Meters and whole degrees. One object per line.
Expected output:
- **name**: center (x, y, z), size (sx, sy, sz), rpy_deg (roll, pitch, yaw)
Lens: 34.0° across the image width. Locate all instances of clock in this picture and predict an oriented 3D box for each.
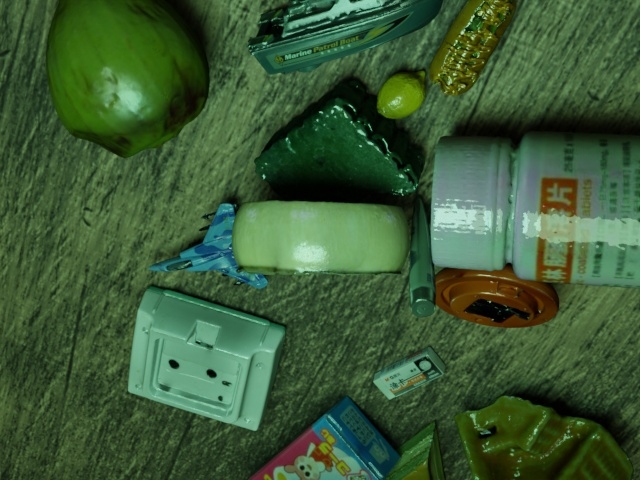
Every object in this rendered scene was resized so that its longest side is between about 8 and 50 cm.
- **clock**: center (-0.214, 0.226, 1.874), size (0.262, 0.116, 0.231), rpy_deg (18, 125, 3)
- **clock**: center (0.274, 0.092, 1.658), size (0.205, 0.051, 0.205), rpy_deg (11, 155, 5)

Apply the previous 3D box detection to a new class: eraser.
- **eraser**: center (0.156, 0.233, 1.839), size (0.122, 0.029, 0.052), rpy_deg (-31, 110, 28)

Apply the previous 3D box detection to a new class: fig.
- **fig**: center (-0.290, -0.260, 1.520), size (0.239, 0.239, 0.271), rpy_deg (-23, 96, 25)

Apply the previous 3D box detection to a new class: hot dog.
- **hot dog**: center (0.213, -0.279, 1.486), size (0.072, 0.055, 0.188), rpy_deg (25, 123, -5)

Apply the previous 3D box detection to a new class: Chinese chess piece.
- **Chinese chess piece**: center (0.000, 0.000, 1.587), size (0.270, 0.270, 0.112), rpy_deg (1, 89, 13)

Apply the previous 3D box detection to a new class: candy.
- **candy**: center (-0.013, 0.439, 1.944), size (0.157, 0.100, 0.306), rpy_deg (48, 121, 5)

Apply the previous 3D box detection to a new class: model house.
- **model house**: center (0.388, 0.378, 1.788), size (0.239, 0.173, 0.268), rpy_deg (-27, 114, 28)

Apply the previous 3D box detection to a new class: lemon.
- **lemon**: center (0.122, -0.216, 1.544), size (0.092, 0.065, 0.065), rpy_deg (-42, 108, -5)

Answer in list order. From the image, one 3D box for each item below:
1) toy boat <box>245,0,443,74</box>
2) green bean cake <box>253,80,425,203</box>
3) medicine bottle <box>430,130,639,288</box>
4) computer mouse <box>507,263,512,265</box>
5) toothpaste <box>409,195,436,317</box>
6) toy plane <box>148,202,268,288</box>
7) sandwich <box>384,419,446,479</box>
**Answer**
- **toy boat**: center (0.040, -0.321, 1.466), size (0.296, 0.114, 0.122), rpy_deg (-14, 126, 22)
- **green bean cake**: center (0.029, -0.121, 1.601), size (0.208, 0.107, 0.193), rpy_deg (-33, 112, 30)
- **medicine bottle**: center (0.358, -0.047, 1.499), size (0.388, 0.219, 0.219), rpy_deg (4, 122, 11)
- **computer mouse**: center (0.332, 0.013, 1.648), size (0.079, 0.047, 0.135), rpy_deg (35, 121, -10)
- **toothpaste**: center (0.153, 0.024, 1.580), size (0.039, 0.239, 0.062), rpy_deg (-9, 127, 12)
- **toy plane**: center (-0.178, 0.019, 1.759), size (0.246, 0.078, 0.169), rpy_deg (-10, 119, 27)
- **sandwich**: center (0.213, 0.451, 1.909), size (0.187, 0.117, 0.144), rpy_deg (44, 124, -14)
